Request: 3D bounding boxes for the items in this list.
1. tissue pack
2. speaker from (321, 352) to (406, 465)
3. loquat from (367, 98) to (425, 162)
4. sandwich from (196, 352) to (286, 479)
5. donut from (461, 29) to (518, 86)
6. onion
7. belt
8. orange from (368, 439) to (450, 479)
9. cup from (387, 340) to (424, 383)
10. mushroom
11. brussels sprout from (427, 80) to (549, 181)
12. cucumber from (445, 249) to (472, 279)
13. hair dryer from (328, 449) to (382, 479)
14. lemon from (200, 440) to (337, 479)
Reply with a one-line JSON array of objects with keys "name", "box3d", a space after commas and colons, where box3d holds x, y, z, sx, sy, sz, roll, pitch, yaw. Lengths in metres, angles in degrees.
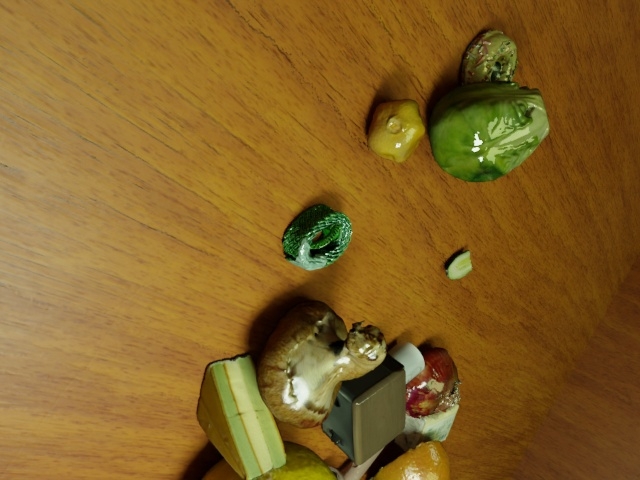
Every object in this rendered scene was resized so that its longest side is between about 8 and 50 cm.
[{"name": "tissue pack", "box3d": [0.339, 0.585, 1.884, 0.196, 0.092, 0.148, -4, 118, -47]}, {"name": "speaker", "box3d": [0.101, 0.396, 1.458, 0.193, 0.153, 0.230, -26, 130, -30]}, {"name": "loquat", "box3d": [0.157, -0.222, 1.190, 0.137, 0.113, 0.137, 14, 90, -69]}, {"name": "sandwich", "box3d": [-0.142, 0.340, 1.149, 0.117, 0.187, 0.144, -8, 124, -45]}, {"name": "donut", "box3d": [0.399, -0.401, 1.377, 0.175, 0.068, 0.174, -26, 129, -37]}, {"name": "onion", "box3d": [0.333, 0.435, 1.733, 0.230, 0.163, 0.230, -32, 142, -30]}, {"name": "belt", "box3d": [0.000, 0.000, 1.175, 0.151, 0.079, 0.121, -26, 130, -35]}, {"name": "orange", "box3d": [0.273, 0.744, 1.829, 0.274, 0.310, 0.274, 7, 74, -25]}, {"name": "cup", "box3d": [0.204, 0.360, 1.595, 0.133, 0.099, 0.136, -30, 128, -33]}, {"name": "mushroom", "box3d": [-0.008, 0.260, 1.199, 0.267, 0.254, 0.267, -13, 114, -31]}, {"name": "brussels sprout", "box3d": [0.375, -0.246, 1.307, 0.271, 0.210, 0.219, -17, 128, 5]}, {"name": "cucumber", "box3d": [0.384, 0.073, 1.670, 0.107, 0.035, 0.067, -23, 110, -36]}, {"name": "hair dryer", "box3d": [0.096, 0.639, 1.671, 0.344, 0.107, 0.189, -40, 136, -37]}, {"name": "lemon", "box3d": [-0.112, 0.582, 1.212, 0.348, 0.348, 0.348, -26, 129, -36]}]
